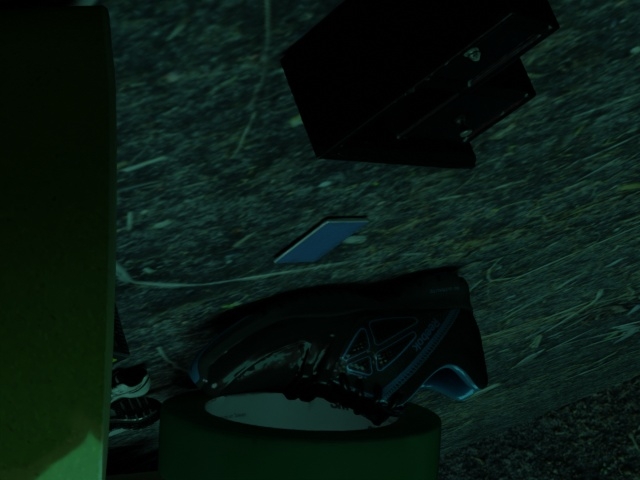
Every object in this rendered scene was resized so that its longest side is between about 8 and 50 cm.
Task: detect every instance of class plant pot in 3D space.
[{"bbox_3d":[-0.249,0.022,0.530,0.294,0.274,0.275,2,156,-14],"label":"plant pot"}]

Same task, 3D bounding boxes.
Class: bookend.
[{"bbox_3d":[0.088,-0.114,0.732,0.157,0.072,0.156,0,153,-48],"label":"bookend"}]

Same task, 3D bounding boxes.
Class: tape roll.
[{"bbox_3d":[-0.024,0.230,1.368,0.321,0.077,0.321,4,-177,0],"label":"tape roll"}]

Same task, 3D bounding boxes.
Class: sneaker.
[{"bbox_3d":[-0.236,0.207,1.397,0.109,0.040,0.044,-15,178,-3],"label":"sneaker"},{"bbox_3d":[0.031,0.127,1.265,0.341,0.139,0.125,-10,161,-25],"label":"sneaker"},{"bbox_3d":[-0.220,0.153,1.264,0.083,0.032,0.037,-17,149,-24],"label":"sneaker"}]

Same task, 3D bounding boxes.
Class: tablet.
[{"bbox_3d":[0.000,0.000,1.078,0.054,0.006,0.083,-2,154,-43],"label":"tablet"}]

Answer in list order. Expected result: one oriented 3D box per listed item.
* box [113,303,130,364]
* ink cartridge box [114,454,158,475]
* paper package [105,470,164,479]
[{"bbox_3d":[-0.308,0.091,0.936,0.216,0.060,0.270,-25,162,14],"label":"box"},{"bbox_3d":[-0.267,0.413,1.903,0.324,0.071,0.330,-28,162,21],"label":"ink cartridge box"},{"bbox_3d":[-0.359,0.466,1.657,0.310,0.168,0.325,-3,147,-19],"label":"paper package"}]
